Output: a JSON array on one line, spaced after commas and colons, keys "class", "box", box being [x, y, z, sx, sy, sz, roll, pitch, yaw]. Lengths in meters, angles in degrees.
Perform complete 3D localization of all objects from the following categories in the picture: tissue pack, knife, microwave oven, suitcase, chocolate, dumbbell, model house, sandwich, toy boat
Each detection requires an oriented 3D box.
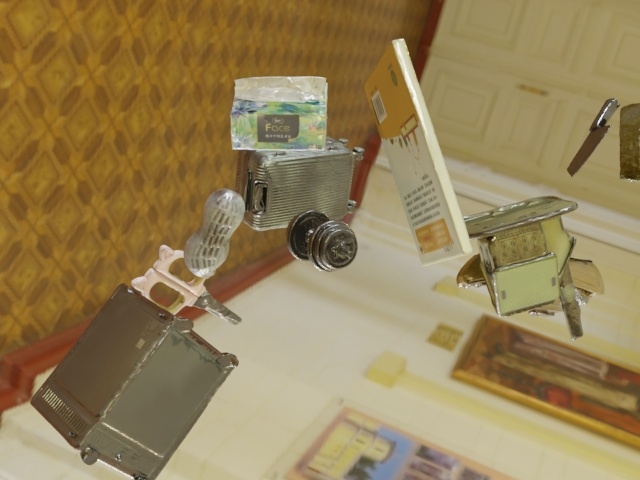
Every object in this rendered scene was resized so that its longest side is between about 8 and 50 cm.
[{"class": "tissue pack", "box": [-0.047, -0.156, 0.962, 0.085, 0.111, 0.079, -88, 180, -51]}, {"class": "knife", "box": [0.550, -0.206, 1.640, 0.230, 0.028, 0.060, -52, -165, -24]}, {"class": "microwave oven", "box": [-0.279, 0.226, 1.267, 0.247, 0.178, 0.188, -53, 130, -13]}, {"class": "suitcase", "box": [-0.054, -0.140, 1.955, 0.312, 0.128, 0.202, -11, 121, -33]}, {"class": "chocolate", "box": [-0.178, -0.011, 1.364, 0.167, 0.072, 0.072, -63, 167, 22]}, {"class": "dumbbell", "box": [0.000, 0.000, 1.492, 0.099, 0.208, 0.099, -9, 108, -29]}, {"class": "model house", "box": [0.383, 0.076, 1.529, 0.205, 0.218, 0.279, -86, 162, -83]}, {"class": "sandwich", "box": [0.658, -0.174, 1.641, 0.160, 0.109, 0.185, 40, 59, -55]}, {"class": "toy boat", "box": [0.428, 0.093, 1.669, 0.089, 0.321, 0.121, 151, -57, -69]}]

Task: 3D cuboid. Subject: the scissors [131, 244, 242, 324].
[{"class": "scissors", "box": [-0.248, 0.112, 1.657, 0.160, 0.024, 0.317, -51, 141, -1]}]

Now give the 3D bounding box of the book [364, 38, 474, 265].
[{"class": "book", "box": [0.130, -0.111, 1.151, 0.208, 0.020, 0.295, 147, -75, -80]}]
